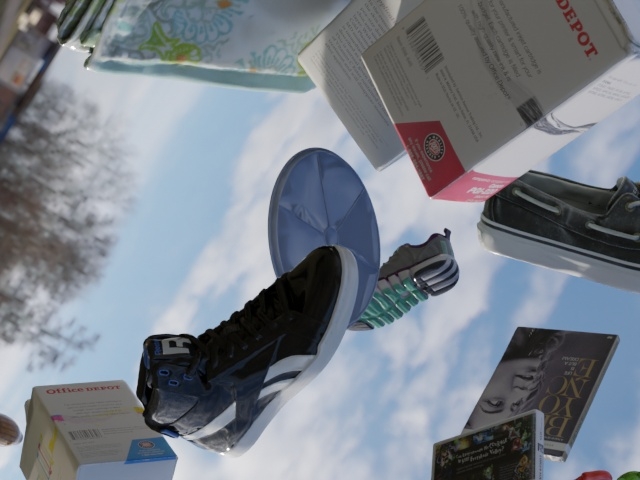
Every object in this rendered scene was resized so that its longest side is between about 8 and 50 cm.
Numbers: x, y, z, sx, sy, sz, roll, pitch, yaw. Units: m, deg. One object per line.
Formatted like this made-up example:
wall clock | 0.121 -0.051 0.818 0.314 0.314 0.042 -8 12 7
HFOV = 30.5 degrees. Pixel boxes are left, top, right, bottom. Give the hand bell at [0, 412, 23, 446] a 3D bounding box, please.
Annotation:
hand bell | -0.419 0.212 1.410 0.126 0.126 0.242 -63 160 -16

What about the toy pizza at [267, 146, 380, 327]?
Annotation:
toy pizza | 0.000 0.000 1.271 0.032 0.201 0.201 -7 -132 36

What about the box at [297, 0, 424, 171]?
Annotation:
box | 0.166 -0.247 1.253 0.215 0.168 0.345 -35 -179 -35

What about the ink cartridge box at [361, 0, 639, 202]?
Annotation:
ink cartridge box | 0.163 -0.154 0.989 0.218 0.092 0.159 -37 -114 34

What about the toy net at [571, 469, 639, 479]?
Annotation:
toy net | 0.214 0.279 1.136 0.045 0.232 0.122 -109 -157 -43

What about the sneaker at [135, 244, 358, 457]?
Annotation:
sneaker | -0.069 0.082 0.922 0.217 0.121 0.079 -56 -147 23

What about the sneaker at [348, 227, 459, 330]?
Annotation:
sneaker | 0.110 0.061 1.780 0.223 0.083 0.098 -24 -143 23

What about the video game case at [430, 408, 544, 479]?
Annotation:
video game case | 0.213 0.323 1.523 0.190 0.022 0.173 -30 -138 44

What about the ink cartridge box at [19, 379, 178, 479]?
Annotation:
ink cartridge box | -0.203 0.191 1.045 0.143 0.092 0.090 42 -57 50

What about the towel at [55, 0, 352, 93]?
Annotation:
towel | -0.081 -0.318 1.313 0.090 0.374 0.320 54 -52 31

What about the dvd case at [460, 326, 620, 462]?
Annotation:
dvd case | 0.309 0.211 1.657 0.164 0.018 0.221 2 -134 40

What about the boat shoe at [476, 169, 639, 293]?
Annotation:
boat shoe | 0.355 -0.017 1.407 0.121 0.335 0.119 -54 152 -63
